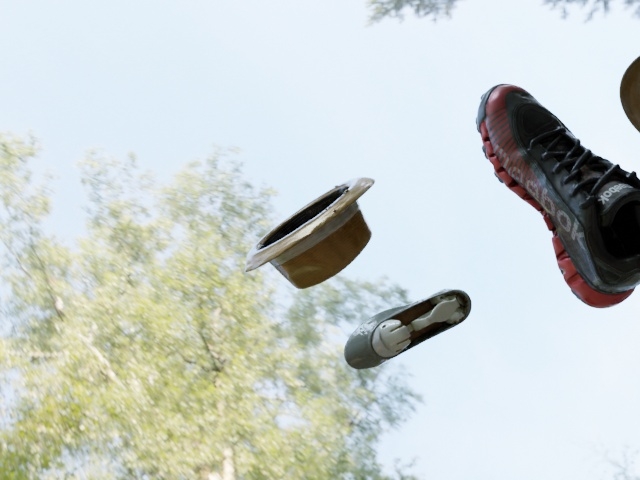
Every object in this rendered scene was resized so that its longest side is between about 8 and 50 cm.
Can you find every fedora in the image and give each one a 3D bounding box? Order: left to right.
[{"bbox_3d":[0.000,0.000,1.219,0.194,0.194,0.079,-37,-80,-15],"label":"fedora"}]

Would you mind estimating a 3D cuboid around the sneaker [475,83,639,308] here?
[{"bbox_3d":[0.271,-0.062,1.063,0.097,0.135,0.276,-29,-96,-22],"label":"sneaker"}]

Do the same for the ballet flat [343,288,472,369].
[{"bbox_3d":[0.133,0.128,1.495,0.213,0.068,0.072,-26,-89,-16],"label":"ballet flat"}]

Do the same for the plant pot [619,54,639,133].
[{"bbox_3d":[0.477,-0.167,1.184,0.236,0.236,0.032,39,-118,-24],"label":"plant pot"}]
